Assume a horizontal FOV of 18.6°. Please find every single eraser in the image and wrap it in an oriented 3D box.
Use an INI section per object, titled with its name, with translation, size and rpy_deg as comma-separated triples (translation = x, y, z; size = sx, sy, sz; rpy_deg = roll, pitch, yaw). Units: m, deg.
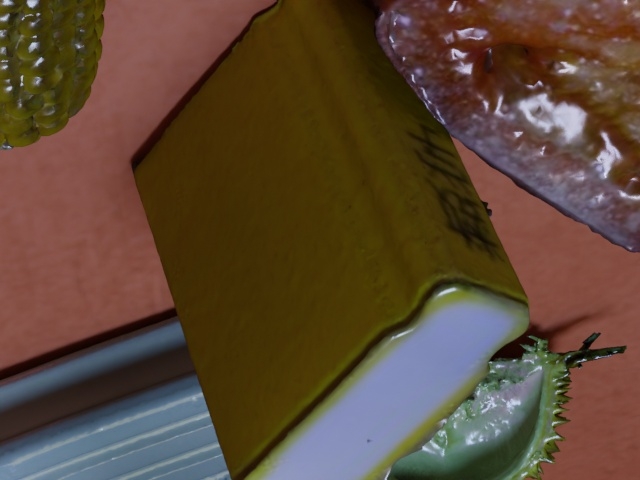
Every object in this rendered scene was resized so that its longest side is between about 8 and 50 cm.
[eraser]
translation = 0.000, 0.000, 0.932
size = 0.069, 0.226, 0.158
rpy_deg = 20, 125, -40

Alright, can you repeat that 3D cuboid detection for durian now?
[durian]
translation = 0.088, 0.116, 1.218
size = 0.215, 0.086, 0.100
rpy_deg = -14, 127, -1

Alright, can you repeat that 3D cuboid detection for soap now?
[soap]
translation = -0.093, 0.107, 1.142
size = 0.198, 0.067, 0.119
rpy_deg = -19, 142, 2

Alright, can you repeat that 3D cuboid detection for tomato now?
[tomato]
translation = 0.204, -0.142, 0.881
size = 0.338, 0.144, 0.338
rpy_deg = 3, 140, 3

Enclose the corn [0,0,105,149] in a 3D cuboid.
[corn]
translation = -0.142, -0.156, 0.798
size = 0.101, 0.101, 0.310
rpy_deg = -10, 135, -10
